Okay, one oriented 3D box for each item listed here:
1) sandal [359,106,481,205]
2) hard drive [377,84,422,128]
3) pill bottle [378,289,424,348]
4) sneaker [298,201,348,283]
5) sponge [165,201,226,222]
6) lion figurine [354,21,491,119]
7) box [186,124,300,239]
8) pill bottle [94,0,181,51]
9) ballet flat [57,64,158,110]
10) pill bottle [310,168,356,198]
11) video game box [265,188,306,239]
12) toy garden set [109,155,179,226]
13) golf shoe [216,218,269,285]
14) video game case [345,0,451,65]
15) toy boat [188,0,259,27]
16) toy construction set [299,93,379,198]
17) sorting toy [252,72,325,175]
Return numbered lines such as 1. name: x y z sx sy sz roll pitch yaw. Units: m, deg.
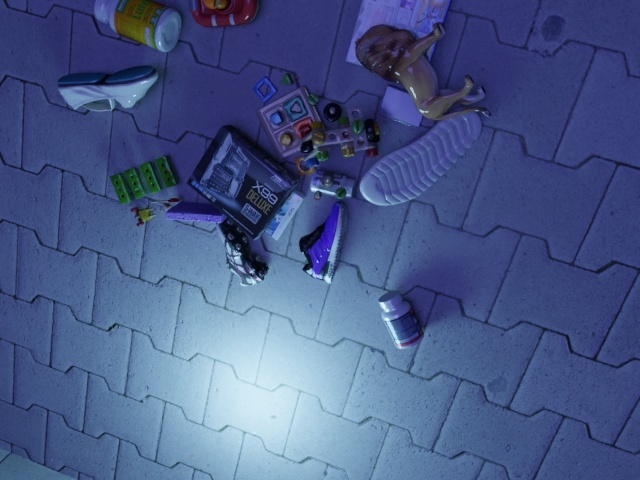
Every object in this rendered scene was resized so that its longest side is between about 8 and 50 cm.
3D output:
1. sandal: 0.308 -0.252 1.750 0.416 0.102 0.169 -33 113 10
2. hard drive: 0.255 -0.411 1.743 0.135 0.022 0.094 21 113 7
3. pill bottle: 0.269 0.266 1.929 0.107 0.108 0.180 -22 102 21
4. sneaker: 0.000 0.001 1.912 0.146 0.102 0.294 16 112 10
5. sponge: -0.418 -0.099 1.981 0.210 0.117 0.031 5 112 13
6. lion figurine: 0.284 -0.455 1.595 0.240 0.142 0.392 -30 104 29
7. box: -0.257 -0.192 1.879 0.307 0.076 0.242 40 113 4
8. pill bottle: -0.581 -0.703 1.802 0.245 0.136 0.136 22 113 7
9. ballet flat: -0.702 -0.508 1.923 0.400 0.139 0.139 0 109 19
10. pill bottle: 0.043 -0.182 1.850 0.137 0.078 0.078 14 112 10
11. video game box: -0.180 -0.132 1.945 0.205 0.048 0.187 34 111 2
12. toy garden set: -0.611 -0.175 2.047 0.244 0.049 0.204 -15 102 19
13. golf shoe: -0.303 0.046 2.012 0.120 0.105 0.273 -28 99 29
14. video game case: 0.228 -0.621 1.655 0.244 0.061 0.270 20 113 8
15. toy boat: -0.304 -0.727 1.712 0.231 0.151 0.151 1 109 15
16. toy construction set: 0.049 -0.269 1.684 0.257 0.237 0.309 16 92 -2
17. sorting toy: -0.096 -0.374 1.836 0.195 0.047 0.348 -22 102 21
